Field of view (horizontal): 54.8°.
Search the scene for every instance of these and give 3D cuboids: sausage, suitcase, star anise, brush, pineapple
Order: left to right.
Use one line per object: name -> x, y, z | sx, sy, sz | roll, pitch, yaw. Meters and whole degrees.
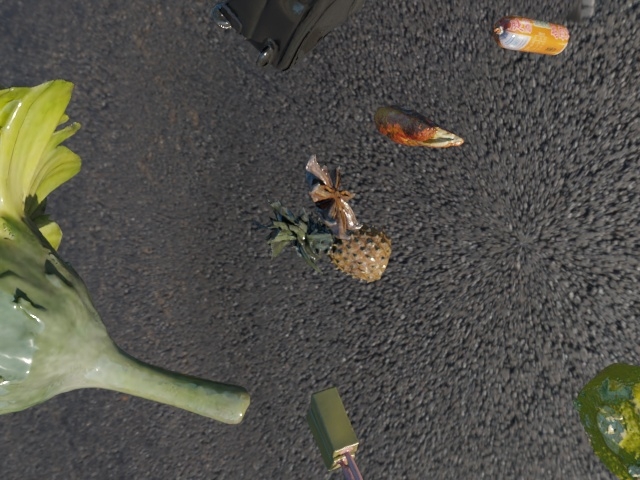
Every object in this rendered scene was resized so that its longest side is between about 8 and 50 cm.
pineapple -> -0.001, 0.002, 1.623 | 0.364, 0.165, 0.165 | 15, 95, -11
suitcase -> 0.001, -0.484, 1.047 | 0.188, 0.345, 0.339 | 44, 70, -4
star anise -> 0.014, -0.061, 0.929 | 0.042, 0.141, 0.141 | -25, 82, 24
brush -> 0.043, 0.360, 0.980 | 0.047, 0.103, 0.233 | -15, 57, -18
sausage -> 0.449, -0.447, 1.341 | 0.071, 0.234, 0.071 | 13, 107, 48

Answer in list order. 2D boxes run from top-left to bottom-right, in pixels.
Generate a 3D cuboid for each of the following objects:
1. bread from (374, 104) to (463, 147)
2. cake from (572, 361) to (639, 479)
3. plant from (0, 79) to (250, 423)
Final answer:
bread -> 0.224, -0.277, 1.539 | 0.269, 0.139, 0.095 | 43, 118, 52
cake -> 0.690, 0.406, 1.379 | 0.179, 0.156, 0.260 | -25, 91, 56
plant -> -0.229, 0.051, 0.426 | 0.261, 0.297, 0.306 | -9, 53, 40
